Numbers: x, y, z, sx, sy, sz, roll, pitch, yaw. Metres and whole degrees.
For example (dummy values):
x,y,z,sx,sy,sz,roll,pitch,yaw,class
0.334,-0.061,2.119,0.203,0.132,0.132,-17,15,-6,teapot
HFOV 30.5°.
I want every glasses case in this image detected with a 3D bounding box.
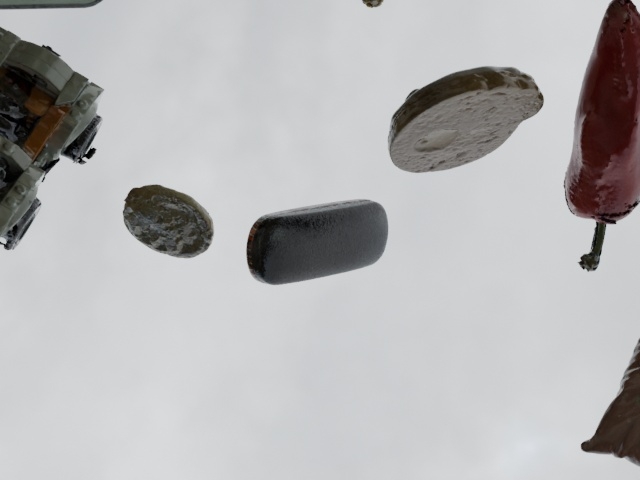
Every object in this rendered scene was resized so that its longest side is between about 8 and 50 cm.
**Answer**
x,y,z,sx,sy,sz,roll,pitch,yaw,class
0.000,0.000,1.708,0.067,0.266,0.103,11,-75,45,glasses case

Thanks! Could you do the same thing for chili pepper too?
x,y,z,sx,sy,sz,roll,pitch,yaw,class
0.381,-0.136,1.547,0.110,0.110,0.387,43,-35,46,chili pepper

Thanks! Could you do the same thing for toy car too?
x,y,z,sx,sy,sz,roll,pitch,yaw,class
-0.378,-0.111,1.353,0.118,0.193,0.301,-51,-171,49,toy car

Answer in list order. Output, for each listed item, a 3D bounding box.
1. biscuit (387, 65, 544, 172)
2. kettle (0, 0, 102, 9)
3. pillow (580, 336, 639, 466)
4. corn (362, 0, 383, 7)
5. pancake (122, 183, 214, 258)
x,y,z,sx,sy,sz,roll,pitch,yaw,class
0.170,-0.154,1.471,0.208,0.181,0.049,-48,-130,54,biscuit
-0.373,-0.512,1.694,0.250,0.376,0.361,44,-36,45,kettle
0.407,0.158,1.161,0.236,0.084,0.223,16,-116,27,pillow
0.072,-0.374,1.696,0.037,0.037,0.092,-36,-140,35,corn
-0.212,-0.024,1.638,0.139,0.139,0.022,-26,-148,40,pancake
